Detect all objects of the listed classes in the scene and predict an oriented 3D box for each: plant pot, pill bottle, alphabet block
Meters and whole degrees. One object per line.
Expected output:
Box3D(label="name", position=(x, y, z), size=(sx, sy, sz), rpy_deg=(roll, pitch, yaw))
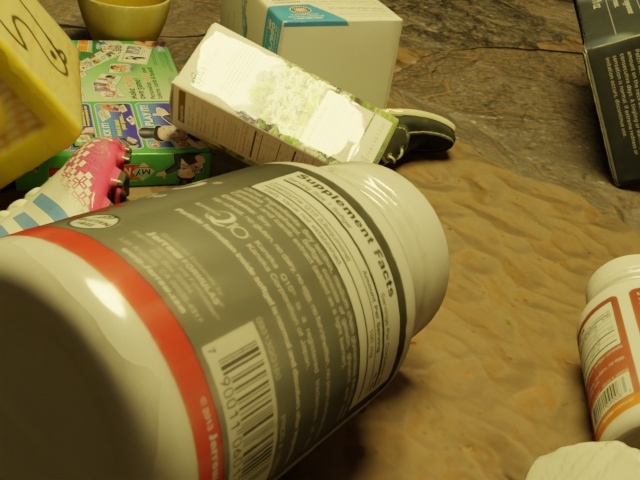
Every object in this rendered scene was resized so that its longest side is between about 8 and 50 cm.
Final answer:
Box3D(label="plant pot", position=(-0.287, -0.320, 1.149), size=(0.134, 0.095, 0.134), rpy_deg=(7, 35, -5))
Box3D(label="pill bottle", position=(-0.060, 0.058, 0.562), size=(0.210, 0.210, 0.363), rpy_deg=(29, 28, 24))
Box3D(label="alphabet block", position=(-0.370, -0.167, 0.780), size=(0.193, 0.192, 0.197), rpy_deg=(-32, 40, 7))
Box3D(label="pill bottle", position=(0.288, 0.109, 0.674), size=(0.121, 0.121, 0.216), rpy_deg=(12, 35, 3))

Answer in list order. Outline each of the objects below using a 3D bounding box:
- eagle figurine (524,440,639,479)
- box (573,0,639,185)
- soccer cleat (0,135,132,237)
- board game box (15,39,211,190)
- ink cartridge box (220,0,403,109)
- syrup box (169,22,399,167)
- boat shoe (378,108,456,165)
Box3D(label="eagle figurine", position=(0.042, 0.236, 0.382), size=(0.298, 0.226, 0.225), rpy_deg=(2, 56, -21))
Box3D(label="box", position=(0.567, -0.270, 1.059), size=(0.395, 0.212, 0.293), rpy_deg=(-13, 29, 21))
Box3D(label="soccer cleat", position=(-0.252, 0.000, 0.692), size=(0.143, 0.116, 0.331), rpy_deg=(6, 36, -7))
Box3D(label="board game box", position=(-0.275, -0.170, 0.985), size=(0.214, 0.046, 0.317), rpy_deg=(-5, 38, -19))
Box3D(label="ink cartridge box", position=(-0.025, -0.267, 1.079), size=(0.171, 0.168, 0.232), rpy_deg=(-8, 38, -23))
Box3D(label="syrup box", position=(-0.043, -0.133, 0.880), size=(0.237, 0.096, 0.093), rpy_deg=(27, 67, 1))
Box3D(label="boat shoe", position=(0.071, -0.125, 1.007), size=(0.233, 0.084, 0.079), rpy_deg=(0, 73, -25))
